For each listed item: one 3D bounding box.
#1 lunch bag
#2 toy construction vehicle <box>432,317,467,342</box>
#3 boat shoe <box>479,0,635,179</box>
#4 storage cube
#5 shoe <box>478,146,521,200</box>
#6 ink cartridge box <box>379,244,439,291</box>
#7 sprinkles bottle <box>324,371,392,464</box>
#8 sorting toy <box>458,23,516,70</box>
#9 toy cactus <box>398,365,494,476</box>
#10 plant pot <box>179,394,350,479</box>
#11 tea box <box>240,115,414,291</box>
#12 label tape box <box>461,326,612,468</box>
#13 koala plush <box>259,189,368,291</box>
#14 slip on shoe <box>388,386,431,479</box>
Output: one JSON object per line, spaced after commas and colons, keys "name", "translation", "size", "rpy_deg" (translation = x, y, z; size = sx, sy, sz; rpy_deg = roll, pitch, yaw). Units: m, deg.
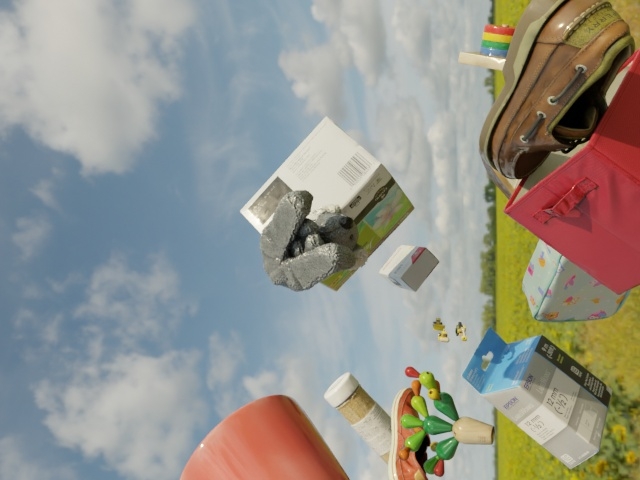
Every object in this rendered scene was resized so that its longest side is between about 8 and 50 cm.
{"name": "lunch bag", "translation": [0.577, 0.066, 1.284], "size": [0.279, 0.224, 0.108], "rpy_deg": [88, 175, -48]}
{"name": "toy construction vehicle", "translation": [0.346, 0.237, 1.573], "size": [0.098, 0.085, 0.035], "rpy_deg": [-72, -12, -68]}
{"name": "boat shoe", "translation": [0.263, -0.143, 0.678], "size": [0.104, 0.110, 0.307], "rpy_deg": [48, 173, 24]}
{"name": "storage cube", "translation": [0.386, -0.077, 0.738], "size": [0.215, 0.193, 0.184], "rpy_deg": [-53, -2, -25]}
{"name": "shoe", "translation": [0.433, -0.132, 1.322], "size": [0.219, 0.058, 0.076], "rpy_deg": [54, -175, -3]}
{"name": "ink cartridge box", "translation": [0.280, 0.085, 1.876], "size": [0.127, 0.072, 0.175], "rpy_deg": [-50, 14, -9]}
{"name": "sprinkles bottle", "translation": [0.171, 0.606, 1.952], "size": [0.355, 0.121, 0.121], "rpy_deg": [47, -159, 1]}
{"name": "sorting toy", "translation": [0.483, -0.417, 1.285], "size": [0.255, 0.257, 0.089], "rpy_deg": [-17, -57, -41]}
{"name": "toy cactus", "translation": [0.232, 0.352, 1.112], "size": [0.112, 0.180, 0.219], "rpy_deg": [-6, -84, -61]}
{"name": "plant pot", "translation": [-0.066, 0.448, 1.006], "size": [0.275, 0.243, 0.275], "rpy_deg": [-28, -43, -31]}
{"name": "tea box", "translation": [0.029, -0.081, 1.546], "size": [0.329, 0.220, 0.323], "rpy_deg": [-47, -27, 5]}
{"name": "label tape box", "translation": [0.574, 0.378, 1.549], "size": [0.249, 0.347, 0.115], "rpy_deg": [-38, -15, -49]}
{"name": "koala plush", "translation": [0.000, 0.000, 1.269], "size": [0.221, 0.203, 0.196], "rpy_deg": [-23, -107, -49]}
{"name": "slip on shoe", "translation": [0.253, 0.536, 1.605], "size": [0.123, 0.101, 0.331], "rpy_deg": [61, -157, -23]}
